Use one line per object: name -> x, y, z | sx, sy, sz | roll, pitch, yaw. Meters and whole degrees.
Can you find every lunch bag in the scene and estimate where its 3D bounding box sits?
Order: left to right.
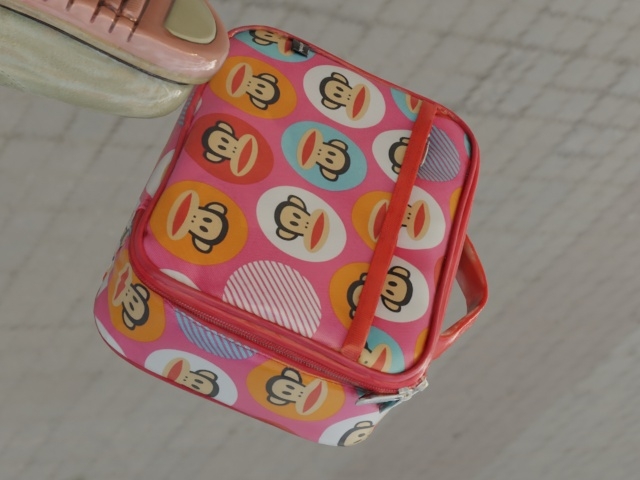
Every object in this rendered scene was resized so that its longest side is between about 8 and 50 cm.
lunch bag -> 0.000, 0.000, 1.080 | 0.258, 0.293, 0.120 | 25, 136, -7

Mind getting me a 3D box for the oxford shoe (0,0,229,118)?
oxford shoe -> -0.239, -0.121, 0.675 | 0.397, 0.140, 0.146 | 20, 114, -4
